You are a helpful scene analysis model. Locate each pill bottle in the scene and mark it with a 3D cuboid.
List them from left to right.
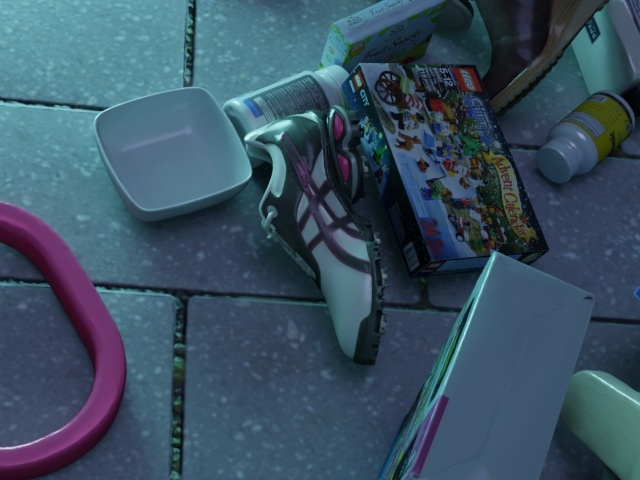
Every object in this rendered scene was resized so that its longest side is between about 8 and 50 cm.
[{"bbox_3d":[-0.030,-0.136,1.460,0.137,0.078,0.078,-25,65,-25],"label":"pill bottle"},{"bbox_3d":[0.294,-0.114,1.525,0.065,0.065,0.116,43,59,16],"label":"pill bottle"}]

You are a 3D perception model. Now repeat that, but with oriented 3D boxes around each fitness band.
[{"bbox_3d":[-0.306,0.085,1.269,0.209,0.054,0.291,-24,66,-25],"label":"fitness band"}]

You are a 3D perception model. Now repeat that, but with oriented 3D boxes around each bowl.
[{"bbox_3d":[-0.156,-0.083,1.413,0.142,0.053,0.142,-18,63,-23],"label":"bowl"}]

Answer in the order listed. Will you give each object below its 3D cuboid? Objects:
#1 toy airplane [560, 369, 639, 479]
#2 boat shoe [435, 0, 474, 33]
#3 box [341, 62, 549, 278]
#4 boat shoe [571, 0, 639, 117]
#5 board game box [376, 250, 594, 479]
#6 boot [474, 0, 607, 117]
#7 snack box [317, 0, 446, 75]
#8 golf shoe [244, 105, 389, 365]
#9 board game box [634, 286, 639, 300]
[{"bbox_3d":[0.346,0.255,1.124,0.272,0.384,0.386,27,55,-32],"label":"toy airplane"},{"bbox_3d":[0.100,-0.317,1.612,0.206,0.075,0.065,30,59,14],"label":"boat shoe"},{"bbox_3d":[0.131,-0.078,1.434,0.159,0.044,0.233,-5,66,-33],"label":"box"},{"bbox_3d":[0.371,-0.302,1.634,0.158,0.127,0.341,-7,72,-23],"label":"boat shoe"},{"bbox_3d":[0.111,0.187,1.139,0.097,0.303,0.224,24,55,4],"label":"board game box"},{"bbox_3d":[0.196,-0.278,1.542,0.207,0.090,0.248,41,92,6],"label":"boot"},{"bbox_3d":[0.067,-0.225,1.526,0.141,0.100,0.037,-29,67,-27],"label":"snack box"},{"bbox_3d":[0.000,0.000,1.360,0.120,0.105,0.273,-8,68,-6],"label":"golf shoe"},{"bbox_3d":[0.471,0.157,1.297,0.347,0.078,0.233,53,21,22],"label":"board game box"}]
